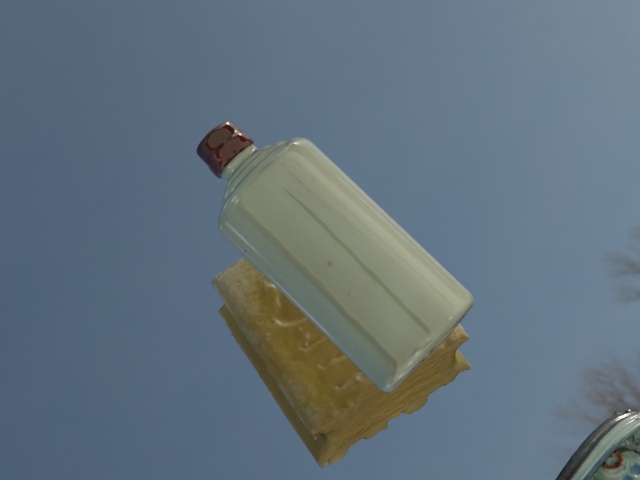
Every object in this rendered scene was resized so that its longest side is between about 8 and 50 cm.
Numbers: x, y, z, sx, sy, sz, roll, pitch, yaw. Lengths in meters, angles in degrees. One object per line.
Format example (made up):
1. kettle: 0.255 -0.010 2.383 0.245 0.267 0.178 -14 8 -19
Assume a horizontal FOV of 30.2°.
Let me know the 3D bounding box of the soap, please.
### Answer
1. soap: 0.032 0.139 1.866 0.293 0.335 0.156 -29 -32 -11

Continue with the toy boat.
1. toy boat: 0.213 0.179 0.861 0.140 0.066 0.059 -47 -42 -22

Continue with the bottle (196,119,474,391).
1. bottle: 0.000 0.000 0.926 0.104 0.245 0.104 -45 -9 -9
